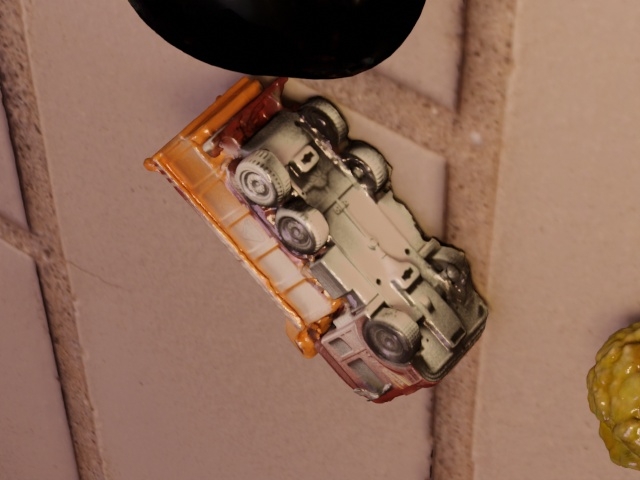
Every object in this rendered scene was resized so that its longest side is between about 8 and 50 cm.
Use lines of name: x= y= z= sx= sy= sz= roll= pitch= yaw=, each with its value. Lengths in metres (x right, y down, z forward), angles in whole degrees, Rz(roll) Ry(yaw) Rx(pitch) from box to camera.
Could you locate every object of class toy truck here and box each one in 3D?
toy truck: x=0.000 y=0.000 z=1.380 sx=0.270 sy=0.114 sz=0.135 roll=49 pitch=146 yaw=-6

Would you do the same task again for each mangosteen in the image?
mangosteen: x=-0.041 y=-0.208 z=1.086 sx=0.243 sy=0.243 sz=0.243 roll=31 pitch=147 yaw=23

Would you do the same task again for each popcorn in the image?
popcorn: x=0.236 y=0.118 z=1.241 sx=0.116 sy=0.106 sz=0.121 roll=1 pitch=128 yaw=38
